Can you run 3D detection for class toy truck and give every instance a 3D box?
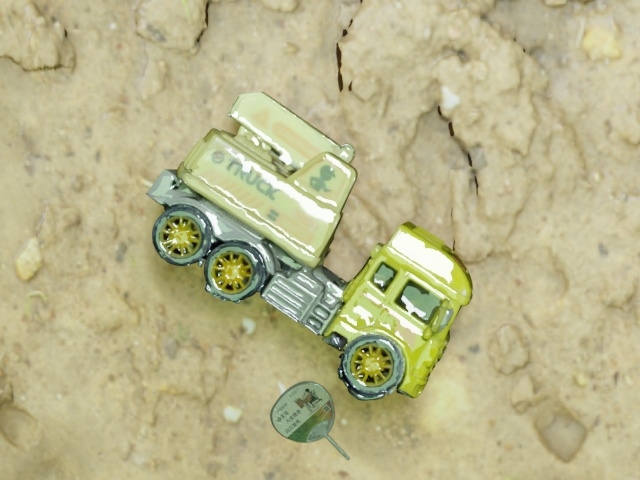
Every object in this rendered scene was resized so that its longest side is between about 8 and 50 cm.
[{"bbox_3d":[0.000,0.000,1.096,0.272,0.124,0.157,34,97,5],"label":"toy truck"}]

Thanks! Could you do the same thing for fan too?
[{"bbox_3d":[-0.004,0.155,1.192,0.080,0.003,0.060,18,107,7],"label":"fan"}]
